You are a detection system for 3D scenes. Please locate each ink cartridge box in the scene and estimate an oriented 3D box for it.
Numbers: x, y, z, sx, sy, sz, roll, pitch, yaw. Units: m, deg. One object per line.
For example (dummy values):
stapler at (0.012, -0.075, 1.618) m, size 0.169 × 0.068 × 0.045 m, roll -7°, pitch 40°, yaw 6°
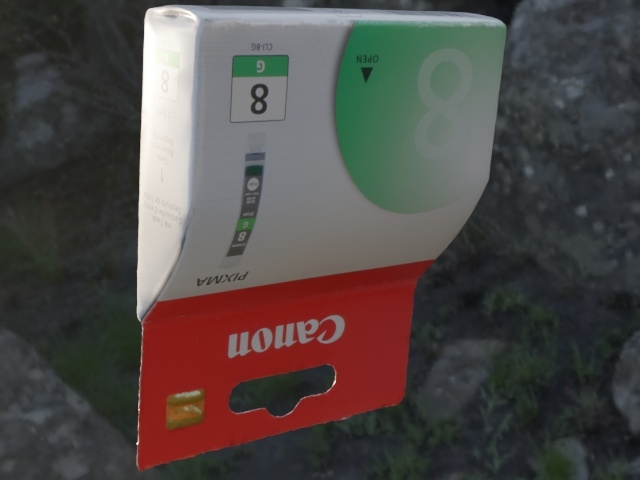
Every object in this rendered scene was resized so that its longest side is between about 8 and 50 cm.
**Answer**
ink cartridge box at (0.000, 0.000, 0.579) m, size 0.181 × 0.225 × 0.056 m, roll -7°, pitch 17°, yaw -37°
